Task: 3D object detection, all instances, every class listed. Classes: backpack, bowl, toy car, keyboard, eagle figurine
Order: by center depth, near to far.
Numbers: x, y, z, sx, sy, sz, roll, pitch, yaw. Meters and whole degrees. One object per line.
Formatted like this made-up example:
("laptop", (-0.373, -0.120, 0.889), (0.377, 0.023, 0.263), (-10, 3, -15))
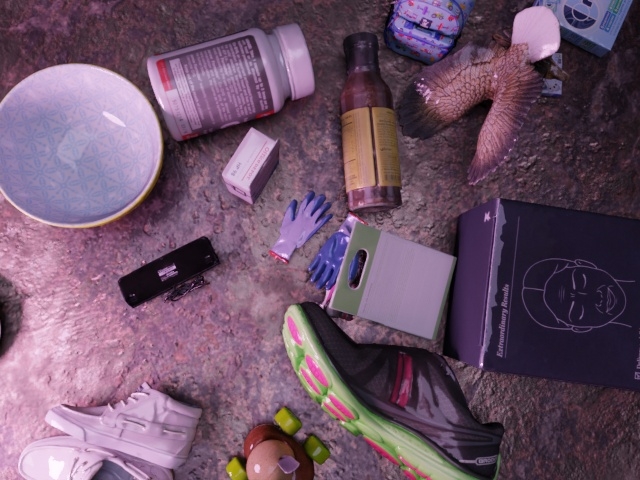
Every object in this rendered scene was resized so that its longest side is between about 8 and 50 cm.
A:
("toy car", (-0.073, 0.401, 0.977), (0.149, 0.188, 0.155), (44, 83, 1))
("bowl", (-0.420, -0.154, 1.026), (0.290, 0.156, 0.289), (1, 83, -5))
("keyboard", (-0.284, 0.075, 1.082), (0.192, 0.038, 0.100), (-27, 63, -6))
("eagle figurine", (0.333, -0.279, 1.087), (0.298, 0.226, 0.225), (-37, 108, -12))
("backpack", (0.212, -0.441, 1.099), (0.158, 0.173, 0.116), (23, 82, -3))

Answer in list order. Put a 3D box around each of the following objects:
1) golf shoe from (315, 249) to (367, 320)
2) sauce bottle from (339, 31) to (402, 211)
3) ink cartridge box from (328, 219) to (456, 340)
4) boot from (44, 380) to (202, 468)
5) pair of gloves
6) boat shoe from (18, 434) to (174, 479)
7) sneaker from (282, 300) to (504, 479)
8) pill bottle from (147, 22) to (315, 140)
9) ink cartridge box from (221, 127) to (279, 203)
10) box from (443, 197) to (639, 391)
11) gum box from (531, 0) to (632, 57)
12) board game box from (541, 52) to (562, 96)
("golf shoe", (0.044, 0.057, 1.084), (0.086, 0.067, 0.186), (12, 74, 18))
("sauce bottle", (0.095, -0.229, 1.098), (0.112, 0.111, 0.344), (-2, 84, -5))
("ink cartridge box", (0.132, 0.077, 1.062), (0.235, 0.056, 0.171), (19, 83, -20))
("boot", (-0.348, 0.313, 1.023), (0.258, 0.095, 0.123), (22, 76, -10))
("pair of gloves", (0.000, 0.000, 1.075), (0.198, 0.023, 0.159), (32, 90, 27))
("boat shoe", (-0.404, 0.412, 0.996), (0.277, 0.096, 0.098), (10, 84, -3))
("sneaker", (0.130, 0.270, 1.037), (0.483, 0.185, 0.202), (40, 64, -3))
("pill bottle", (-0.163, -0.302, 1.061), (0.283, 0.161, 0.161), (-18, 85, -6))
("ink cartridge box", (-0.126, -0.138, 1.035), (0.060, 0.180, 0.104), (31, 82, -1))
("box", (0.459, 0.106, 1.040), (0.396, 0.212, 0.293), (9, 84, -4))
("gum box", (0.555, -0.503, 1.198), (0.184, 0.041, 0.156), (27, 83, 0))
("board game box", (0.461, -0.351, 1.185), (0.090, 0.020, 0.090), (4, 84, -5))
